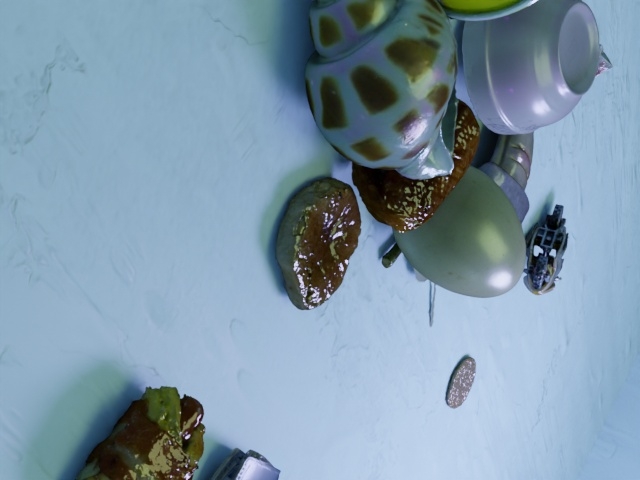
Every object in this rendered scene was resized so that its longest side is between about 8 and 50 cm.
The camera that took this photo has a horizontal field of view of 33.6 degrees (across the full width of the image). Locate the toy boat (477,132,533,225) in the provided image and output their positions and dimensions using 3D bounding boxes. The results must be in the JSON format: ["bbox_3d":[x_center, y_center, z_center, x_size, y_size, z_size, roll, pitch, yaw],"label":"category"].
[{"bbox_3d":[0.355,-0.136,1.987,0.276,0.111,0.293,74,36,-55],"label":"toy boat"}]

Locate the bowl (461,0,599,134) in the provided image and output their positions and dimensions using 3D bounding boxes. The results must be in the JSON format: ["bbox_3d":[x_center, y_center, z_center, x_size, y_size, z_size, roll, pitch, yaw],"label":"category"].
[{"bbox_3d":[0.370,-0.320,1.784,0.287,0.143,0.287,-8,100,-50],"label":"bowl"}]

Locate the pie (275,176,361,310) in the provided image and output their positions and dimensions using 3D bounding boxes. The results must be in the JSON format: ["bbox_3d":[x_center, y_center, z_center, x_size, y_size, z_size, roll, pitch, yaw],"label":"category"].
[{"bbox_3d":[0.000,0.000,1.520,0.195,0.046,0.195,-38,137,-46],"label":"pie"}]

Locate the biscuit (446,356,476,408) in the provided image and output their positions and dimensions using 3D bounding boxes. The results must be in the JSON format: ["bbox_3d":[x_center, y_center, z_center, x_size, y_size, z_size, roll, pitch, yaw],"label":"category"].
[{"bbox_3d":[0.299,0.301,2.243,0.120,0.015,0.120,-36,136,-44],"label":"biscuit"}]

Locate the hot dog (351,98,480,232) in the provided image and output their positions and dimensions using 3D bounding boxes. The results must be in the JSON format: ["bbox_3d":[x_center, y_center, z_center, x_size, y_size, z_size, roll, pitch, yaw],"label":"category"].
[{"bbox_3d":[0.140,-0.119,1.564,0.227,0.160,0.099,-45,-171,-18],"label":"hot dog"}]

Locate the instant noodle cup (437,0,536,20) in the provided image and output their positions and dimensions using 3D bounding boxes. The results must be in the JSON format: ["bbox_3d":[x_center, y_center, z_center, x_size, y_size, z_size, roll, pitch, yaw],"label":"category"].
[{"bbox_3d":[0.172,-0.451,1.305,0.221,0.311,0.311,18,92,-52],"label":"instant noodle cup"}]

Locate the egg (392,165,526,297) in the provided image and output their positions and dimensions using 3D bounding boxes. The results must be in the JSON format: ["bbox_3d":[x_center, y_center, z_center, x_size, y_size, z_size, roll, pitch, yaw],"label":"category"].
[{"bbox_3d":[0.225,-0.015,1.706,0.188,0.253,0.188,-45,-169,11],"label":"egg"}]

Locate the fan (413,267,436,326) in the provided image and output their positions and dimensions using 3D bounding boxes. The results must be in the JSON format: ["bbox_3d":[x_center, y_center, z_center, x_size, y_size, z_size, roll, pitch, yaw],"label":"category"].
[{"bbox_3d":[0.214,0.040,1.920,0.191,0.009,0.329,-44,146,-42],"label":"fan"}]

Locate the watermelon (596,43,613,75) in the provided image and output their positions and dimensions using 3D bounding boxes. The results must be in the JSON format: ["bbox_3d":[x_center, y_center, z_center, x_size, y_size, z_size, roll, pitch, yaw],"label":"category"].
[{"bbox_3d":[0.603,-0.390,2.285,0.085,0.061,0.085,-51,155,-35],"label":"watermelon"}]

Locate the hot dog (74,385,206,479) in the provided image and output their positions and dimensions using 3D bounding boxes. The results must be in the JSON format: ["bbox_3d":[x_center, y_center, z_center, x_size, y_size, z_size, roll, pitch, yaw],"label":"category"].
[{"bbox_3d":[-0.213,0.274,1.269,0.213,0.103,0.146,-57,149,-21],"label":"hot dog"}]

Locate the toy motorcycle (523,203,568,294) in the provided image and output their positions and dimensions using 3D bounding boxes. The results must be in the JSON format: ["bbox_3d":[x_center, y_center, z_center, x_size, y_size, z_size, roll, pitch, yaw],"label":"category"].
[{"bbox_3d":[0.497,0.029,2.348,0.130,0.094,0.229,82,26,-47],"label":"toy motorcycle"}]

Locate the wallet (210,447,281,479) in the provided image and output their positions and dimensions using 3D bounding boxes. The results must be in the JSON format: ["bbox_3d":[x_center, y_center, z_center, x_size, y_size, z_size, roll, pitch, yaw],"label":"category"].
[{"bbox_3d":[-0.140,0.411,1.515,0.231,0.069,0.170,-61,154,-14],"label":"wallet"}]

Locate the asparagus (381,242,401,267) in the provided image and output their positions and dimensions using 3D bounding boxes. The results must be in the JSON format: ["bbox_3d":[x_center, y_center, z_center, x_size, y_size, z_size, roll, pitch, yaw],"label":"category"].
[{"bbox_3d":[0.173,-0.039,1.813,0.248,0.025,0.024,-50,116,-33],"label":"asparagus"}]

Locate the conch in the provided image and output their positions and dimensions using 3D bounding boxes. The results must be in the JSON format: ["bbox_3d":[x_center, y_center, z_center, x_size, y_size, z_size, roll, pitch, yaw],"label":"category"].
[{"bbox_3d":[0.086,-0.225,1.370,0.368,0.197,0.249,89,25,-47],"label":"conch"}]
